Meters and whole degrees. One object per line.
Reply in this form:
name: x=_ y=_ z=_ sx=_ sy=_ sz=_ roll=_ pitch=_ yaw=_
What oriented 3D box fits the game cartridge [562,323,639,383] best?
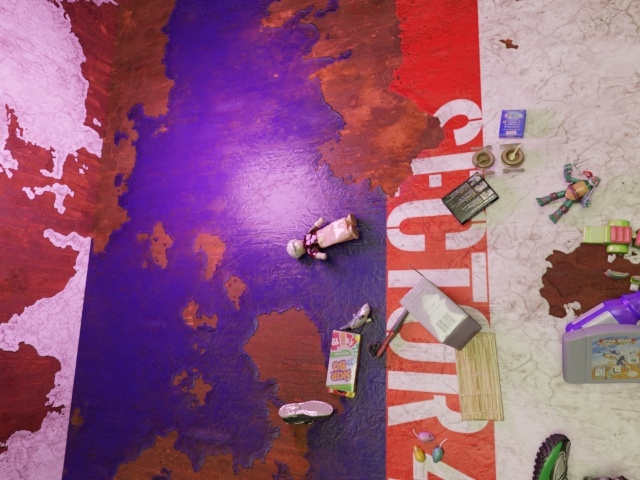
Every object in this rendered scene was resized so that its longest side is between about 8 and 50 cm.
game cartridge: x=0.940 y=0.365 z=1.511 sx=0.298 sy=0.062 sz=0.198 roll=-6 pitch=114 yaw=15

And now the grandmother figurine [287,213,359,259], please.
grandmother figurine: x=0.000 y=0.000 z=2.083 sx=0.343 sy=0.104 sz=0.207 roll=-20 pitch=44 yaw=23

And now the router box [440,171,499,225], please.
router box: x=0.588 y=-0.165 z=1.860 sx=0.179 sy=0.046 sz=0.133 roll=-38 pitch=66 yaw=13

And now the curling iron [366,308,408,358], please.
curling iron: x=0.281 y=0.366 z=1.903 sx=0.068 sy=0.035 sz=0.274 roll=41 pitch=98 yaw=26

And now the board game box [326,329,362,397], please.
board game box: x=0.097 y=0.513 z=1.964 sx=0.124 sy=0.039 sz=0.259 roll=4 pitch=84 yaw=27

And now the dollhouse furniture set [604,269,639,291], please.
dollhouse furniture set: x=1.032 y=0.143 z=1.572 sx=0.152 sy=0.076 sz=0.058 roll=13 pitch=87 yaw=26

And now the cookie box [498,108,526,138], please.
cookie box: x=0.751 y=-0.455 z=1.846 sx=0.092 sy=0.040 sz=0.107 roll=7 pitch=82 yaw=26

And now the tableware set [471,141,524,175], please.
tableware set: x=0.688 y=-0.324 z=1.823 sx=0.194 sy=0.039 sz=0.128 roll=-4 pitch=71 yaw=13

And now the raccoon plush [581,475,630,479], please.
raccoon plush: x=0.921 y=0.935 z=1.403 sx=0.299 sy=0.216 sz=0.445 roll=5 pitch=82 yaw=34

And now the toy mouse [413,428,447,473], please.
toy mouse: x=0.409 y=0.773 z=1.762 sx=0.143 sy=0.031 sz=0.160 roll=-29 pitch=69 yaw=17

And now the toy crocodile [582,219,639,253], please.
toy crocodile: x=1.066 y=-0.005 z=1.570 sx=0.341 sy=0.105 sz=0.115 roll=10 pitch=84 yaw=27

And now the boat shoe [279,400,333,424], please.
boat shoe: x=-0.054 y=0.729 z=1.978 sx=0.233 sy=0.084 sz=0.079 roll=-11 pitch=113 yaw=16

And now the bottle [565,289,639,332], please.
bottle: x=0.959 y=0.257 z=1.545 sx=0.118 sy=0.092 sz=0.283 roll=47 pitch=113 yaw=-1

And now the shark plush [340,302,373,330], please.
shark plush: x=0.153 y=0.333 z=1.979 sx=0.161 sy=0.073 sz=0.067 roll=-50 pitch=42 yaw=31

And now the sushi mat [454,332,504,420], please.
sushi mat: x=0.582 y=0.502 z=1.742 sx=0.152 sy=0.019 sz=0.316 roll=-8 pitch=76 yaw=25

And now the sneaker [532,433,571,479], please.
sneaker: x=0.774 y=0.804 z=1.544 sx=0.147 sy=0.134 sz=0.343 roll=9 pitch=93 yaw=20

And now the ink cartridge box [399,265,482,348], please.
ink cartridge box: x=0.417 y=0.247 z=1.703 sx=0.130 sy=0.309 sz=0.272 roll=-48 pitch=58 yaw=6

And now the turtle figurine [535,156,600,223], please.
turtle figurine: x=0.904 y=-0.172 z=1.675 sx=0.234 sy=0.118 sz=0.175 roll=-41 pitch=50 yaw=29
